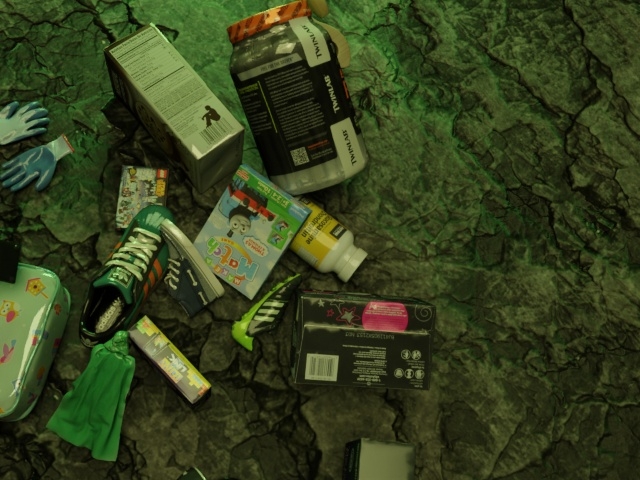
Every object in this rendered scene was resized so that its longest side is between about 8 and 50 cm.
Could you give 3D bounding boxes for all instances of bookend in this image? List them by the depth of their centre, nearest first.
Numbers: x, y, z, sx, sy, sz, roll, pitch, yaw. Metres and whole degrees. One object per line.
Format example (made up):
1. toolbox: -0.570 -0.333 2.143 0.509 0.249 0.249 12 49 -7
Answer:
1. bookend: -0.621 0.039 1.139 0.156 0.157 0.072 22 57 -44

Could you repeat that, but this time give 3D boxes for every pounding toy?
1. pounding toy: -0.043 -0.405 1.499 0.154 0.155 0.269 41 78 -24

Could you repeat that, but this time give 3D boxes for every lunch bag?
1. lunch bag: -0.586 0.166 1.198 0.224 0.108 0.279 10 67 1

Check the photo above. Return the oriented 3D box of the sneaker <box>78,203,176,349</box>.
1. sneaker: -0.351 0.063 1.251 0.108 0.121 0.302 23 74 -5

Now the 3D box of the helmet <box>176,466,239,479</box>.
1. helmet: -0.183 0.465 1.127 0.162 0.169 0.169 8 69 -24

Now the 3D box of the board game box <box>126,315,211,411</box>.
1. board game box: -0.268 0.224 1.208 0.170 0.141 0.048 45 71 8

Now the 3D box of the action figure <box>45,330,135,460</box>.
1. action figure: -0.373 0.254 1.161 0.137 0.063 0.232 24 108 -2

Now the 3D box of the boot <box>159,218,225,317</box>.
1. boot: -0.263 0.056 1.270 0.086 0.069 0.190 -40 114 -16

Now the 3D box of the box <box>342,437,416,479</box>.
1. box: 0.088 0.479 1.151 0.103 0.184 0.261 9 69 -6

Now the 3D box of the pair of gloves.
1. pair of gloves: -0.597 -0.189 1.366 0.159 0.023 0.198 -37 79 -16

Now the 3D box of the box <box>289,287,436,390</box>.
1. box: 0.072 0.182 1.256 0.247 0.142 0.163 5 92 -6

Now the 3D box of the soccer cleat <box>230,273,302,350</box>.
1. soccer cleat: -0.094 0.138 1.314 0.179 0.060 0.072 -42 92 -13

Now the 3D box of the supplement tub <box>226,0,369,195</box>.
1. supplement tub: -0.048 -0.273 1.314 0.207 0.207 0.338 -24 106 -15

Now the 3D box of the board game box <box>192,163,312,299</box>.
1. board game box: -0.138 -0.015 1.304 0.160 0.039 0.211 35 108 4

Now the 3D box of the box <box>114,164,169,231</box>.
1. box: -0.357 -0.082 1.361 0.094 0.027 0.137 3 71 -8

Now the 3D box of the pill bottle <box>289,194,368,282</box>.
1. pill bottle: 0.000 0.000 1.346 0.184 0.103 0.103 37 70 5

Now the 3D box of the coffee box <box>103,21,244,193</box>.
1. coffee box: -0.291 -0.263 1.360 0.119 0.168 0.297 -38 79 -18
